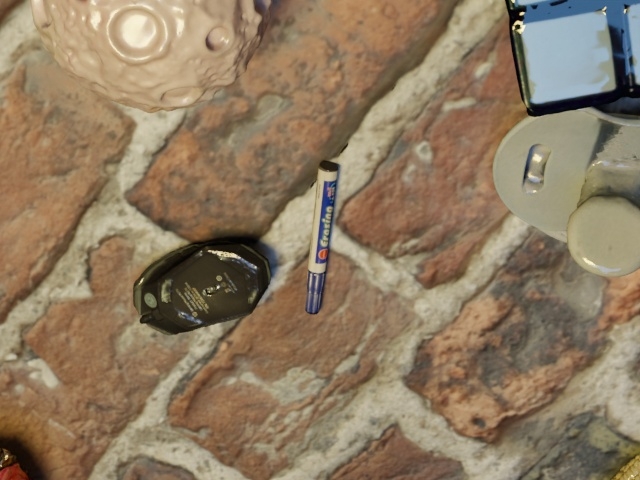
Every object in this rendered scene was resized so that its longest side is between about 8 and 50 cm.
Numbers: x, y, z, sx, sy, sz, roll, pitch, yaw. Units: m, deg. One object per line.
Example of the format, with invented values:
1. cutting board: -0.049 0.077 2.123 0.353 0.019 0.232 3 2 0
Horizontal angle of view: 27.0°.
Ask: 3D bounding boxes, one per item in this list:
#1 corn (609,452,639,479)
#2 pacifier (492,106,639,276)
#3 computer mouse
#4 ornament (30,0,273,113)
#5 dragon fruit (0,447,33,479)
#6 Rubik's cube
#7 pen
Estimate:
1. corn: 0.398 0.350 1.743 0.087 0.087 0.211 35 116 -11
2. pacifier: 0.331 -0.036 1.501 0.279 0.207 0.227 6 133 3
3. computer mouse: -0.146 0.053 1.670 0.192 0.062 0.105 -22 112 22
4. ornament: -0.174 -0.269 1.409 0.259 0.259 0.225 33 116 -10
5. dragon fruit: -0.504 0.401 1.787 0.315 0.250 0.250 -23 112 34
6. Rubik's cube: 0.312 -0.316 1.326 0.284 0.288 0.293 -11 116 10
7. pen: 0.000 0.000 1.649 0.025 0.025 0.204 7 116 2
